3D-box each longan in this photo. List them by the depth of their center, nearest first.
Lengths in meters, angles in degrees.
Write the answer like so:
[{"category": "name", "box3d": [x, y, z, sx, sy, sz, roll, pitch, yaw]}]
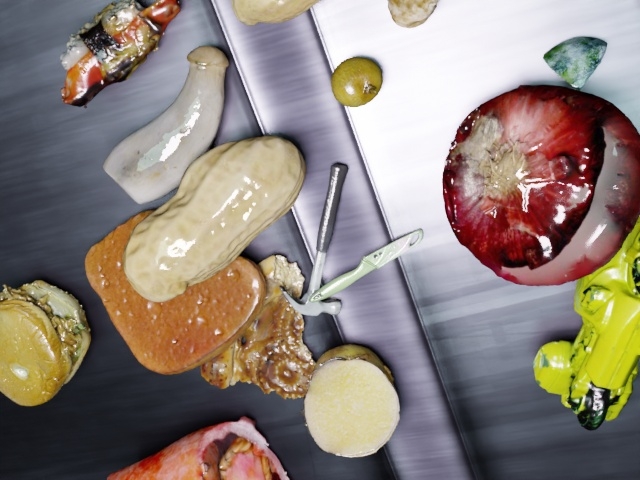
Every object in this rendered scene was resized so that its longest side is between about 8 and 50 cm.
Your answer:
[{"category": "longan", "box3d": [0.054, -0.221, 1.018, 0.075, 0.083, 0.075, -14, 125, -21]}]

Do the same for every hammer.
[{"category": "hammer", "box3d": [0.000, 0.000, 1.120, 0.103, 0.029, 0.246, 4, 106, -22]}]

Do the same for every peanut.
[{"category": "peanut", "box3d": [-0.030, -0.362, 0.981, 0.214, 0.090, 0.099, -27, 113, 19]}, {"category": "peanut", "box3d": [-0.158, -0.039, 1.059, 0.313, 0.152, 0.152, -44, 95, -2]}]

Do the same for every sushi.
[{"category": "sushi", "box3d": [-0.303, -0.292, 1.066, 0.226, 0.097, 0.103, -36, 104, 6]}]

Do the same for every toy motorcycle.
[{"category": "toy motorcycle", "box3d": [0.402, 0.097, 1.001, 0.142, 0.206, 0.342, 15, 126, 10]}]

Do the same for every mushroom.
[{"category": "mushroom", "box3d": [-0.217, -0.165, 1.093, 0.118, 0.103, 0.270, 45, 105, 3]}]

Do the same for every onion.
[{"category": "onion", "box3d": [0.308, -0.073, 0.960, 0.272, 0.195, 0.272, -3, 86, 42]}]

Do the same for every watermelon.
[{"category": "watermelon", "box3d": [0.350, -0.235, 0.971, 0.085, 0.085, 0.061, -4, 148, 14]}]

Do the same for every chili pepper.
[{"category": "chili pepper", "box3d": [-0.228, 0.470, 1.245, 0.305, 0.229, 0.251, -25, 118, 19]}]

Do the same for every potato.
[{"category": "potato", "box3d": [0.047, 0.257, 1.187, 0.164, 0.081, 0.200, -1, 112, 4]}]

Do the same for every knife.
[{"category": "knife", "box3d": [0.069, 0.039, 1.115, 0.207, 0.014, 0.030, -30, 106, 4]}]

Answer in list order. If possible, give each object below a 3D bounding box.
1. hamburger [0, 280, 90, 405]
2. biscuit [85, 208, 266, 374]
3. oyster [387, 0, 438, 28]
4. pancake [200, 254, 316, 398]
[{"category": "hamburger", "box3d": [-0.502, 0.182, 1.262, 0.189, 0.122, 0.215, 34, 116, 7]}, {"category": "biscuit", "box3d": [-0.234, 0.066, 1.172, 0.262, 0.052, 0.277, -41, 77, 15]}, {"category": "oyster", "box3d": [0.123, -0.437, 0.922, 0.166, 0.094, 0.294, -13, 99, 35]}, {"category": "pancake", "box3d": [-0.076, 0.179, 1.198, 0.244, 0.057, 0.266, 42, 111, -5]}]
